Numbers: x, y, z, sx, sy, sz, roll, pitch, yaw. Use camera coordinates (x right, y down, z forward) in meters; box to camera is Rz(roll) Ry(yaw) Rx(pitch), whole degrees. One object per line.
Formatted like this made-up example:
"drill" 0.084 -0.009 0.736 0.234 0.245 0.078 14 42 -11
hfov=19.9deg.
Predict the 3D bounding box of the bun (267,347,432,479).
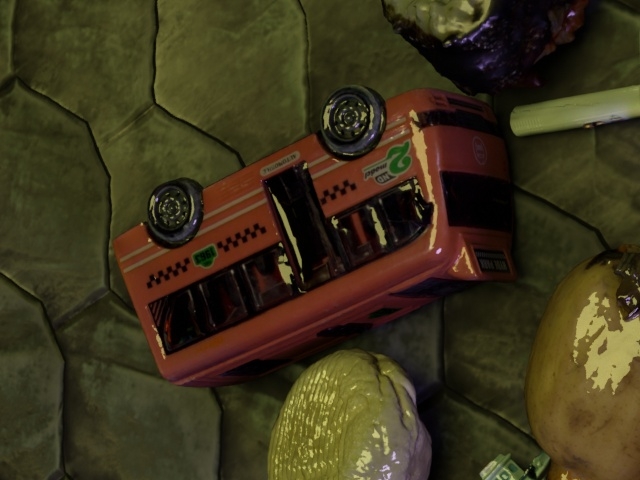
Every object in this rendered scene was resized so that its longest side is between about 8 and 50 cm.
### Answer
"bun" 0.043 0.222 1.957 0.220 0.134 0.220 -36 44 45

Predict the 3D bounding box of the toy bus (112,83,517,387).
"toy bus" 0.000 0.000 1.980 0.427 0.203 0.233 -25 75 28

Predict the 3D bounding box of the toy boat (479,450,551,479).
"toy boat" 0.191 0.263 1.900 0.066 0.059 0.140 45 105 11

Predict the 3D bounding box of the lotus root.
"lotus root" 0.287 0.153 1.794 0.183 0.183 0.310 22 98 33

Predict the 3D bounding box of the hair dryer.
"hair dryer" 0.296 -0.149 1.902 0.236 0.073 0.131 -10 76 40

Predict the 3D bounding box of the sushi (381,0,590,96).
"sushi" 0.204 -0.323 1.896 0.196 0.182 0.343 33 89 33
